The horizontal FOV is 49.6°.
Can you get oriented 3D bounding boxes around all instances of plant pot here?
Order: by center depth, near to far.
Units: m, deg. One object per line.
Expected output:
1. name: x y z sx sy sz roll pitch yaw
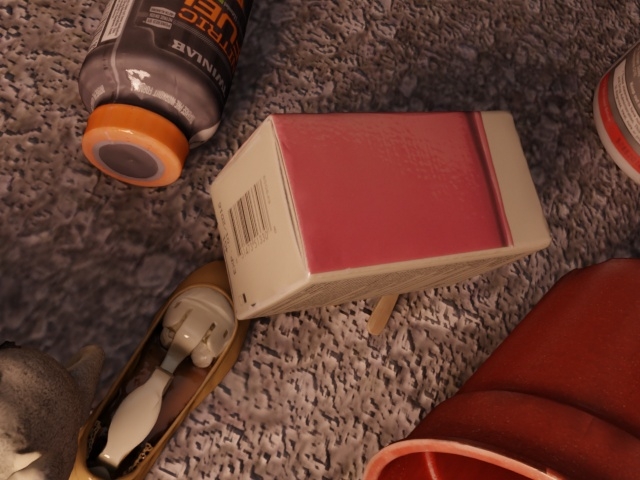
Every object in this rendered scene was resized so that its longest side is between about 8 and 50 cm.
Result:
1. plant pot: 0.218 0.165 0.541 0.272 0.272 0.265 43 53 5

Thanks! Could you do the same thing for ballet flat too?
1. ballet flat: -0.116 0.103 0.556 0.080 0.073 0.232 30 61 -3

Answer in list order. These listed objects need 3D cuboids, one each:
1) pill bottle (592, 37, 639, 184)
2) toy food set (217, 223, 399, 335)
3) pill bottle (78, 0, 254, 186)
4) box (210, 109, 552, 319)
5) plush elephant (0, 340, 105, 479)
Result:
1. pill bottle: 0.477 -0.206 0.721 0.210 0.363 0.210 7 65 -14
2. toy food set: 0.000 0.000 0.667 0.192 0.038 0.132 36 66 -11
3. pill bottle: -0.142 -0.173 0.644 0.131 0.130 0.245 15 63 -10
4. box: 0.046 -0.023 0.583 0.232 0.149 0.126 -7 76 -29
5. plush elephant: -0.265 0.111 0.406 0.255 0.272 0.329 -29 106 -13
